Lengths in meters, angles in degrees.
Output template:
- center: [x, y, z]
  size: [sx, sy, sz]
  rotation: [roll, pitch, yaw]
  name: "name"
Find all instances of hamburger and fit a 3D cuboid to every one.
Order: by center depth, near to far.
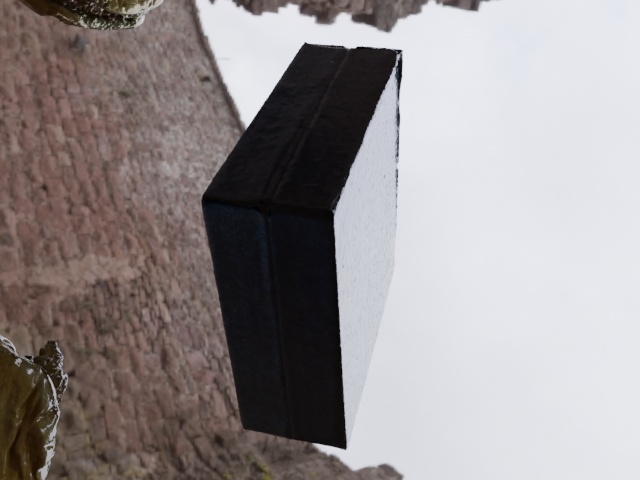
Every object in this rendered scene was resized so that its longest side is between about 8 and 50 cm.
- center: [-0.227, 0.114, 0.408]
  size: [0.083, 0.147, 0.138]
  rotation: [19, -79, 52]
  name: "hamburger"
- center: [-0.387, -0.443, 1.098]
  size: [0.259, 0.283, 0.144]
  rotation: [44, -55, 5]
  name: "hamburger"

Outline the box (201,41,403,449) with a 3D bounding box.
- center: [0.000, 0.000, 0.653]
  size: [0.261, 0.116, 0.279]
  rotation: [-66, 161, -47]
  name: "box"
